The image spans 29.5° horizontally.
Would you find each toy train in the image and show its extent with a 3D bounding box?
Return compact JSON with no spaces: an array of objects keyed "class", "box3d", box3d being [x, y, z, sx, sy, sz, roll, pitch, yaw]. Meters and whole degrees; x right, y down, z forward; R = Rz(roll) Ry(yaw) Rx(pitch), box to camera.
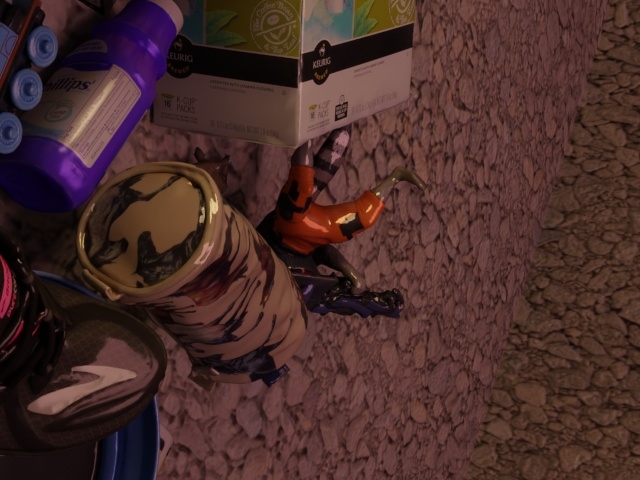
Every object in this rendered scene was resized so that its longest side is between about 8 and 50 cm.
[{"class":"toy train","box3d":[-0.330,-0.166,1.198,0.105,0.080,0.184,41,64,-55]}]

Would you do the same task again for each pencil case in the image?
[{"class":"pencil case","box3d":[-0.138,0.052,1.401,0.184,0.160,0.410,-64,159,-13]}]

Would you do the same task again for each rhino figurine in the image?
[{"class":"rhino figurine","box3d":[-0.173,-0.040,1.575,0.243,0.073,0.106,-56,149,-42]}]

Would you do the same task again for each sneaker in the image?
[{"class":"sneaker","box3d":[-0.310,0.081,1.053,0.482,0.202,0.185,23,69,-45]}]

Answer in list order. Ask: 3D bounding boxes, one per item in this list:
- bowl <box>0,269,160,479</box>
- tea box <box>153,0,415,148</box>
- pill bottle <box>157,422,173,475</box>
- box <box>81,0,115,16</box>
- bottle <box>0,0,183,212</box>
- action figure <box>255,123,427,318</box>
[{"class":"bowl","box3d":[-0.330,0.224,1.251,0.391,0.077,0.391,2,88,-52]},{"class":"tea box","box3d":[-0.037,-0.319,1.566,0.329,0.220,0.324,-31,127,-57]},{"class":"pill bottle","box3d":[-0.271,0.305,1.460,0.208,0.119,0.119,-66,151,-26]},{"class":"box","box3d":[-0.179,-0.350,1.053,0.270,0.143,0.165,-60,-168,1]},{"class":"bottle","box3d":[-0.242,-0.158,1.327,0.092,0.118,0.283,54,51,-37]},{"class":"action figure","box3d":[0.000,0.000,1.752,0.341,0.178,0.330,18,120,-44]}]
